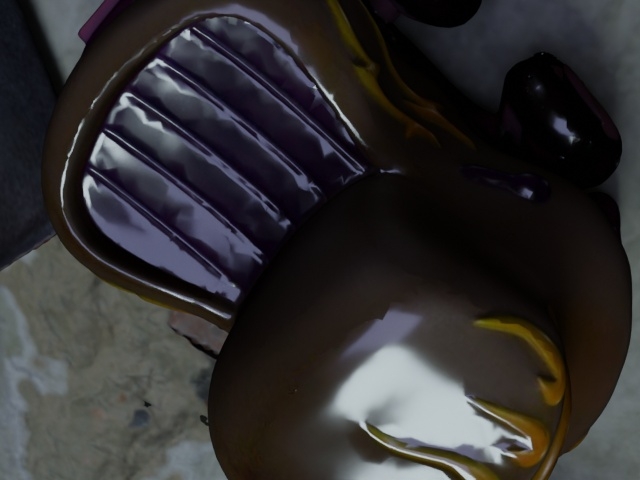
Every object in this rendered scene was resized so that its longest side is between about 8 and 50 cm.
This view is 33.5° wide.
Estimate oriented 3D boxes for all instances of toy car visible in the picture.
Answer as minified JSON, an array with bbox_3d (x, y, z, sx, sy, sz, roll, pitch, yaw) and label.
[{"bbox_3d":[0.000,0.000,0.542,0.341,0.240,0.271,43,118,-6],"label":"toy car"}]

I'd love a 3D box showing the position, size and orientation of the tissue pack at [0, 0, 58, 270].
[{"bbox_3d":[-0.305,-0.134,0.560,0.124,0.288,0.394,-7,111,32],"label":"tissue pack"}]
